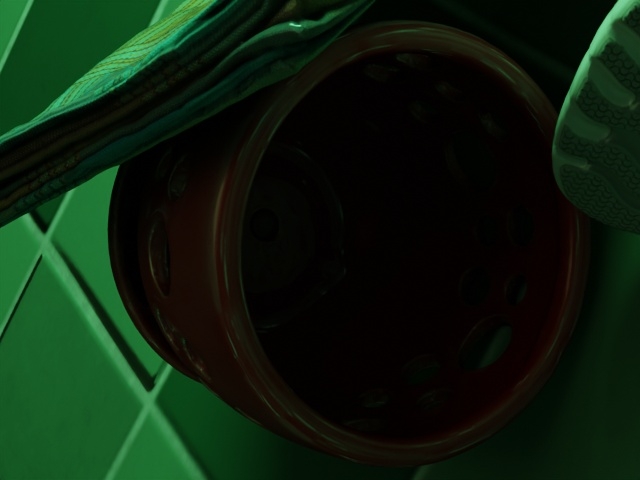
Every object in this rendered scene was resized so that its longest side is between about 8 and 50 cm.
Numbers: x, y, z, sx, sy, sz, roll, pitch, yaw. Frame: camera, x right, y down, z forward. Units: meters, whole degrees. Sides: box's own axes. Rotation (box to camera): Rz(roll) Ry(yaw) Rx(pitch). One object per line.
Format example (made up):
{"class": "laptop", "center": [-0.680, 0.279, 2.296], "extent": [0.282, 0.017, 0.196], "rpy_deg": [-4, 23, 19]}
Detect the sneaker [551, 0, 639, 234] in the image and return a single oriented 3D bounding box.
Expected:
{"class": "sneaker", "center": [0.192, -0.124, 0.564], "extent": [0.281, 0.105, 0.115], "rpy_deg": [-58, 4, 22]}

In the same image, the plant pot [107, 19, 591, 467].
{"class": "plant pot", "center": [0.000, 0.000, 0.656], "extent": [0.174, 0.191, 0.191], "rpy_deg": [2, 76, 59]}

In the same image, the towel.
{"class": "towel", "center": [-0.018, -0.131, 0.673], "extent": [0.271, 0.040, 0.370], "rpy_deg": [-22, 19, 41]}
